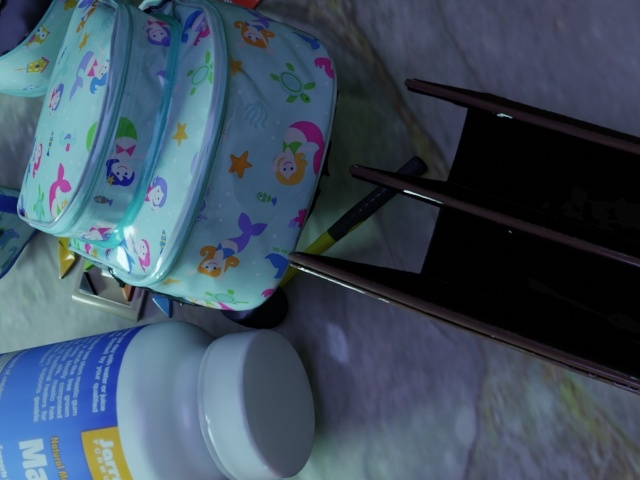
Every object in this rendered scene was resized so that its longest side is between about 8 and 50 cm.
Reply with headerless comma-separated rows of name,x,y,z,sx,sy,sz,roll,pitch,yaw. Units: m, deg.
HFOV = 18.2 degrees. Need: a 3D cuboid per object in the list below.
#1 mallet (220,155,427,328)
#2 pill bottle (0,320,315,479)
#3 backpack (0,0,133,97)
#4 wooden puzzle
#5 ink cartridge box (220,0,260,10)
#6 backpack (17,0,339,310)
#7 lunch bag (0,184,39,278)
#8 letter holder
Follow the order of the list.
mallet,0.000,0.000,1.496,0.190,0.062,0.039,-42,69,19
pill bottle,-0.149,0.144,1.516,0.272,0.152,0.152,-12,82,27
backpack,-0.236,-0.208,1.574,0.166,0.144,0.188,25,76,24
wooden puzzle,-0.168,0.023,1.609,0.116,0.014,0.078,8,92,27
ink cartridge box,-0.105,-0.169,1.575,0.063,0.029,0.115,47,108,21
backpack,-0.098,-0.068,1.423,0.253,0.191,0.225,24,98,61
lunch bag,-0.310,-0.009,1.619,0.151,0.129,0.096,-20,80,23
letter holder,0.158,-0.004,1.310,0.302,0.214,0.152,20,97,34
